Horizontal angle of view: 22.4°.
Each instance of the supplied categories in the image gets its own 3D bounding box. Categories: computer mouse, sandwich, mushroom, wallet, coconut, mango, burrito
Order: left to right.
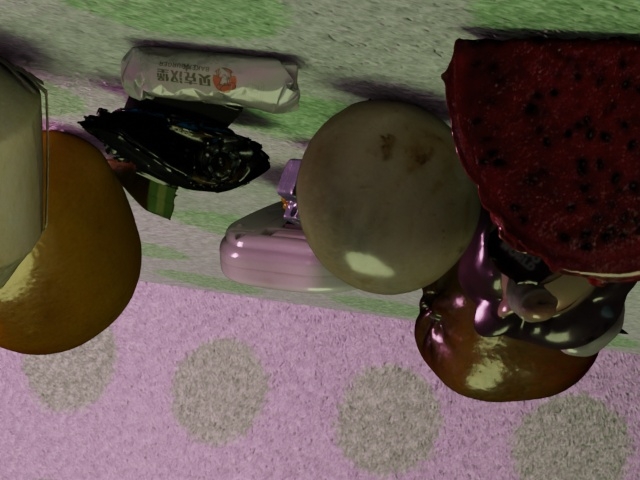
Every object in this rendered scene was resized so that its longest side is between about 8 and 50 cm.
[{"bbox_3d":[-0.450,-0.093,1.813,0.323,0.323,0.323,10,172,1],"label":"coconut"},{"bbox_3d":[-0.408,0.003,2.354,0.300,0.232,0.445,-7,150,-14],"label":"mango"},{"bbox_3d":[-0.276,-0.076,2.387,0.116,0.074,0.074,5,170,32],"label":"sandwich"},{"bbox_3d":[-0.170,-0.102,1.899,0.242,0.077,0.146,14,172,-22],"label":"computer mouse"},{"bbox_3d":[-0.161,-0.156,1.863,0.124,0.025,0.244,13,174,-9],"label":"wallet"},{"bbox_3d":[-0.110,-0.164,1.642,0.203,0.064,0.064,6,171,17],"label":"burrito"},{"bbox_3d":[0.058,-0.042,1.720,0.207,0.207,0.215,14,166,-23],"label":"mushroom"}]

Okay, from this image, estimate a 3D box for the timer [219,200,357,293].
[{"bbox_3d":[0.000,0.000,2.266,0.237,0.087,0.262,4,-163,30],"label":"timer"}]

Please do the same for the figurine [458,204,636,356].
[{"bbox_3d":[0.267,0.009,1.753,0.206,0.218,0.365,11,177,0],"label":"figurine"}]

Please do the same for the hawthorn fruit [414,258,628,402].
[{"bbox_3d":[0.287,0.098,2.272,0.301,0.268,0.268,10,172,-13],"label":"hawthorn fruit"}]

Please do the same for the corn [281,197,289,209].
[{"bbox_3d":[0.043,-0.057,2.117,0.231,0.080,0.080,-1,166,44],"label":"corn"}]

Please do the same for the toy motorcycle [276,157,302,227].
[{"bbox_3d":[0.036,-0.060,1.929,0.187,0.125,0.275,27,170,-28],"label":"toy motorcycle"}]

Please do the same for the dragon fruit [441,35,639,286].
[{"bbox_3d":[0.264,-0.056,1.378,0.317,0.205,0.152,7,172,26],"label":"dragon fruit"}]
